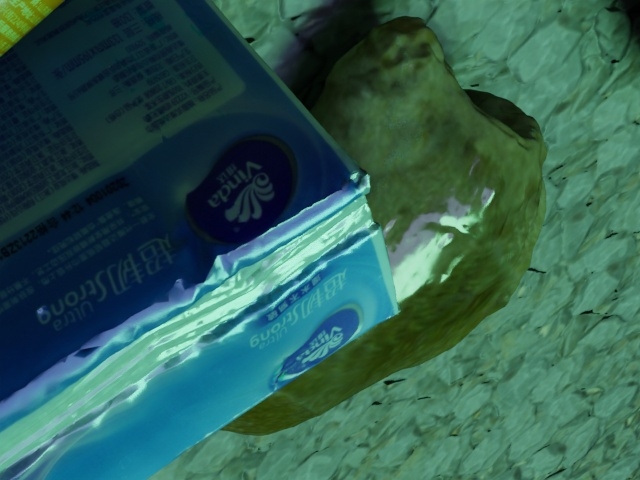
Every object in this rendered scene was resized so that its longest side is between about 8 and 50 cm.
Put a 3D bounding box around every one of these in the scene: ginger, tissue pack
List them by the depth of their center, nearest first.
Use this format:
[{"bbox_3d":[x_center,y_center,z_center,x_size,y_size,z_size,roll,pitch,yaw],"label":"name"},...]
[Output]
[{"bbox_3d":[-0.128,0.013,0.843,0.263,0.198,0.146,-33,147,-11],"label":"tissue pack"},{"bbox_3d":[0.000,0.000,1.014,0.221,0.130,0.276,11,115,-38],"label":"ginger"}]

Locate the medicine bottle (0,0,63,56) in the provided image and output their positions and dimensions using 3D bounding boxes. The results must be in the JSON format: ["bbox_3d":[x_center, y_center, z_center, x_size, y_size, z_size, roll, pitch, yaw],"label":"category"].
[{"bbox_3d":[-0.125,-0.151,0.756,0.192,0.096,0.096,-42,145,1],"label":"medicine bottle"}]
